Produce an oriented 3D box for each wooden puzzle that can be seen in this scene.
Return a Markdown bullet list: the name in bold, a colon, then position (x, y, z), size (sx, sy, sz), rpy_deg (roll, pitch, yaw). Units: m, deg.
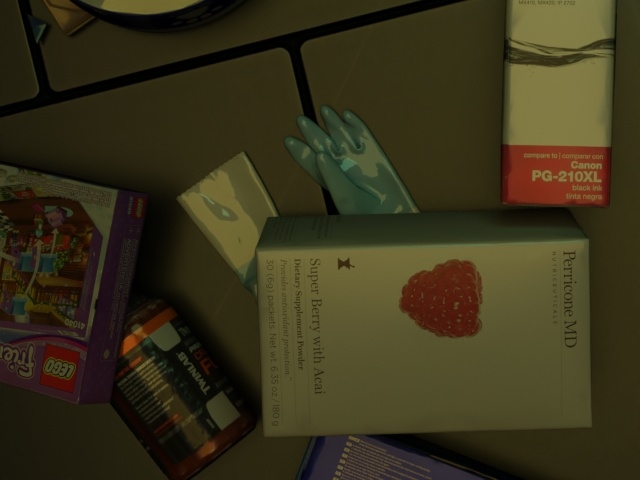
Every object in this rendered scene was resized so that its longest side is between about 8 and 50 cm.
- **wooden puzzle**: position (-0.239, -0.246, 1.808), size (0.116, 0.014, 0.079), rpy_deg (-27, 85, 7)

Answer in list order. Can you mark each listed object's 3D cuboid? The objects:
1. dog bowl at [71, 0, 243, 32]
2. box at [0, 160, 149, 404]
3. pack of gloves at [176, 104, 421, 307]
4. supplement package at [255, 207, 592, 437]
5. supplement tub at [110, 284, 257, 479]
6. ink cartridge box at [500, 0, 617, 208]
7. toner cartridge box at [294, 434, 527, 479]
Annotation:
- **dog bowl**: position (-0.160, -0.333, 1.740), size (0.264, 0.104, 0.265), rpy_deg (0, 90, 4)
- **box**: position (-0.312, 0.025, 1.754), size (0.293, 0.057, 0.201), rpy_deg (13, 93, 28)
- **pack of gloves**: position (0.000, 0.000, 1.776), size (0.195, 0.046, 0.232), rpy_deg (-34, 88, 6)
- **supplement package**: position (0.093, 0.071, 1.684), size (0.292, 0.175, 0.178), rpy_deg (-2, 99, 2)
- **supplement tub**: position (-0.157, 0.129, 1.769), size (0.106, 0.106, 0.198), rpy_deg (-38, 89, 7)
- **ink cartridge box**: position (0.216, -0.150, 1.681), size (0.100, 0.172, 0.237), rpy_deg (2, 93, 6)
- **toner cartridge box**: position (0.137, 0.295, 1.759), size (0.347, 0.075, 0.165), rpy_deg (21, 94, 5)
